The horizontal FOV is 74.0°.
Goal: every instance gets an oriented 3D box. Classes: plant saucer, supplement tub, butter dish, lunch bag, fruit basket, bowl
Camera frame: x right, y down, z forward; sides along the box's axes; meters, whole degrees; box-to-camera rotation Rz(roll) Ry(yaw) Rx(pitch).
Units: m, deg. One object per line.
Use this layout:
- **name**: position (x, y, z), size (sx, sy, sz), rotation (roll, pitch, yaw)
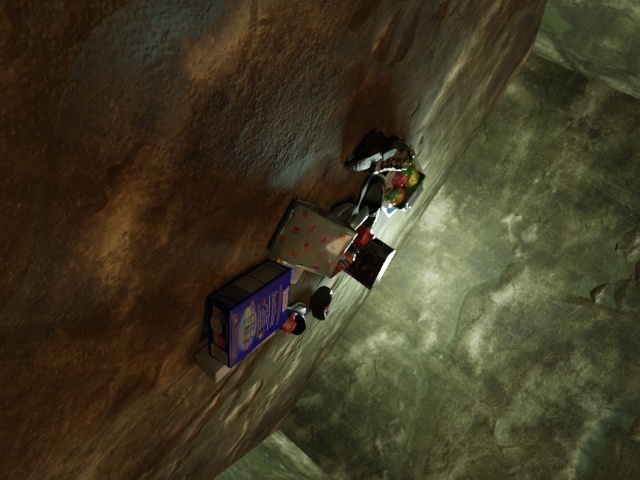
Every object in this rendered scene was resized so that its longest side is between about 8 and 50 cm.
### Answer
- **plant saucer**: position (0.120, -0.036, 1.956), size (0.318, 0.043, 0.317), rotation (-48, 178, -3)
- **supplement tub**: position (-0.108, 0.119, 1.773), size (0.107, 0.071, 0.071), rotation (-60, 160, 13)
- **butter dish**: position (0.227, -0.035, 2.218), size (0.160, 0.118, 0.160), rotation (-68, 160, -1)
- **lunch bag**: position (-0.038, -0.013, 1.558), size (0.262, 0.160, 0.224), rotation (22, 108, -27)
- **fruit basket**: position (0.422, -0.299, 2.211), size (0.327, 0.165, 0.353), rotation (-54, 158, -2)
- **supplement tub**: position (0.094, 0.091, 2.086), size (0.198, 0.106, 0.106), rotation (-39, 162, 7)
- **bowl**: position (0.083, -0.104, 1.885), size (0.142, 0.053, 0.142), rotation (-30, 149, -53)

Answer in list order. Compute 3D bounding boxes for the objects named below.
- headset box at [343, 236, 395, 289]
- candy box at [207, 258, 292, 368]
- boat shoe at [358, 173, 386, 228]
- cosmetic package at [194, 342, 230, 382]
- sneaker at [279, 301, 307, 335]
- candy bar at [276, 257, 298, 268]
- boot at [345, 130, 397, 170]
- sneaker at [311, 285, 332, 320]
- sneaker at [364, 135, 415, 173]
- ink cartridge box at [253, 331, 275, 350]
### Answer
- **headset box**: position (0.276, 0.100, 2.435), size (0.110, 0.218, 0.293), rotation (-30, 150, -51)
- **candy box**: position (-0.250, 0.252, 1.522), size (0.317, 0.122, 0.268), rotation (-32, 139, -47)
- **boat shoe**: position (0.241, -0.173, 2.041), size (0.091, 0.114, 0.303), rotation (-69, 168, -53)
- **cosmetic package**: position (-0.350, 0.411, 1.611), size (0.231, 0.117, 0.086), rotation (-39, 154, -37)
- **sneaker**: position (-0.120, 0.394, 2.084), size (0.131, 0.148, 0.350), rotation (-58, 161, 8)
- **candy bar**: position (-0.108, 0.095, 1.702), size (0.161, 0.018, 0.040), rotation (11, 115, -30)
- **boot**: position (0.184, -0.357, 1.697), size (0.219, 0.106, 0.082), rotation (-22, 159, -7)
- **sneaker**: position (0.018, 0.325, 2.406), size (0.319, 0.112, 0.131), rotation (104, 11, -52)
- **sneaker**: position (0.309, -0.364, 1.852), size (0.343, 0.146, 0.134), rotation (-34, 152, -45)
- **ink cartridge box**: position (-0.246, 0.343, 1.844), size (0.171, 0.056, 0.235), rotation (-26, 133, -55)
